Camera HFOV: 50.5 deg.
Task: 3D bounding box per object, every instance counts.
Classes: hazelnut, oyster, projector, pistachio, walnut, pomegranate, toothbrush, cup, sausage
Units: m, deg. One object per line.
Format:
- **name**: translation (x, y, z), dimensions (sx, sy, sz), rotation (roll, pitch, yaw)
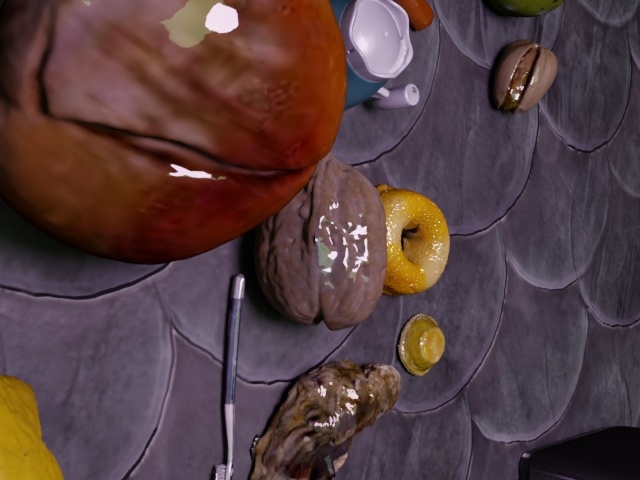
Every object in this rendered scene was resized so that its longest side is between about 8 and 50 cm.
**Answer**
- **hazelnut**: translation (-0.153, -0.143, 0.650), dimensions (0.315, 0.372, 0.372), rotation (42, 56, 11)
- **oyster**: translation (0.009, 0.279, 0.938), dimensions (0.166, 0.094, 0.294), rotation (47, 67, -39)
- **projector**: translation (0.640, 0.513, 1.250), dimensions (0.395, 0.405, 0.242), rotation (3, 87, -40)
- **pistachio**: translation (0.371, -0.301, 1.248), dimensions (0.113, 0.113, 0.149), rotation (37, 81, -33)
- **walnut**: translation (0.001, 0.000, 0.879), dimensions (0.178, 0.178, 0.230), rotation (2, 94, -40)
- **pomegranate**: translation (0.345, -0.483, 1.197), dimensions (0.209, 0.180, 0.180), rotation (-2, 91, -12)
- **toothbrush**: translation (-0.117, 0.187, 0.873), dimensions (0.026, 0.024, 0.288), rotation (6, 86, -26)
- **cup**: translation (0.025, -0.254, 0.904), dimensions (0.299, 0.173, 0.167), rotation (23, 73, -37)
- **sausage**: translation (0.133, -0.393, 1.084), dimensions (0.131, 0.039, 0.041), rotation (43, 65, -32)

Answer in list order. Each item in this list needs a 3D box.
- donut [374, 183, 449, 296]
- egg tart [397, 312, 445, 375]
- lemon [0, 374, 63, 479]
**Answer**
- **donut**: translation (0.129, 0.003, 1.048), dimensions (0.190, 0.074, 0.174), rotation (43, 63, -31)
- **egg tart**: translation (0.170, 0.169, 1.103), dimensions (0.105, 0.039, 0.105), rotation (3, 85, -39)
- **lemon**: translation (-0.356, 0.229, 0.485), dimensions (0.336, 0.336, 0.336), rotation (1, 88, -40)
